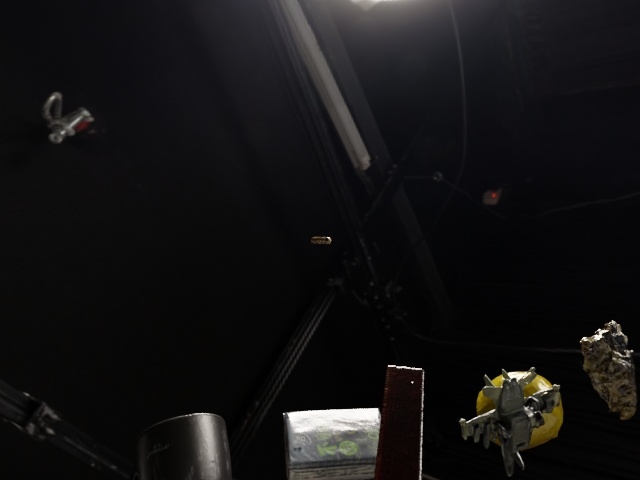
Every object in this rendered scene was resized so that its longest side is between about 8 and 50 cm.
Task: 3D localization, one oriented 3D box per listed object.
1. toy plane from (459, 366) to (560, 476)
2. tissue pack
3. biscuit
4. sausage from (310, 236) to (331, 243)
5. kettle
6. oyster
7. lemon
[{"bbox_3d":[0.341,0.341,0.877,0.192,0.088,0.262,-18,-70,-8],"label":"toy plane"},{"bbox_3d":[0.061,0.770,1.888,0.393,0.288,0.124,0,-70,-8],"label":"tissue pack"},{"bbox_3d":[0.200,0.466,1.232,0.388,0.107,0.073,-68,-20,-58],"label":"biscuit"},{"bbox_3d":[0.000,0.000,1.041,0.015,0.100,0.015,0,-90,-23],"label":"sausage"},{"bbox_3d":[-0.323,0.580,1.114,0.207,0.268,0.290,62,-173,-55],"label":"kettle"},{"bbox_3d":[0.482,0.216,0.809,0.103,0.051,0.148,-21,-85,-25],"label":"oyster"},{"bbox_3d":[0.613,0.528,1.542,0.233,0.288,0.234,26,-142,-22],"label":"lemon"}]
